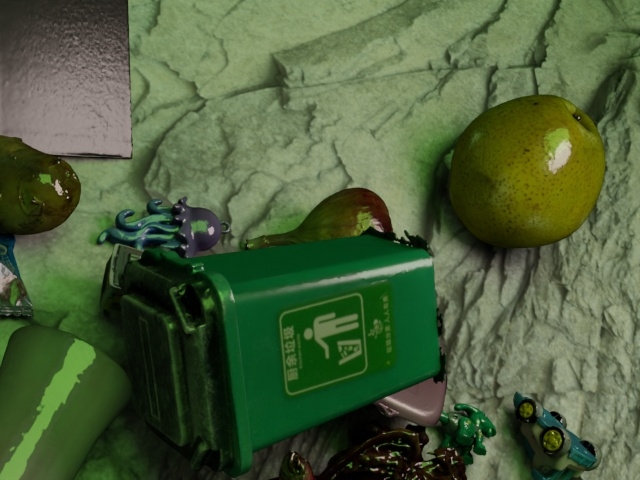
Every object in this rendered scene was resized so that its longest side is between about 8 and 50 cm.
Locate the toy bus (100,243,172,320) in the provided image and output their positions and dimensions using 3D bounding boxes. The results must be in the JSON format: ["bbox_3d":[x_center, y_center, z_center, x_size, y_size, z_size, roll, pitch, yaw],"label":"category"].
[{"bbox_3d":[-0.187,0.089,1.590,0.268,0.106,0.092,18,49,-22],"label":"toy bus"}]

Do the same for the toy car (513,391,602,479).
[{"bbox_3d":[0.356,0.324,1.766,0.126,0.098,0.161,30,9,-45],"label":"toy car"}]

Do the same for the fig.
[{"bbox_3d":[0.012,0.011,1.770,0.230,0.160,0.143,-29,106,-7],"label":"fig"}]

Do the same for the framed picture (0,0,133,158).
[{"bbox_3d":[-0.404,-0.296,1.682,0.255,0.014,0.339,-2,90,-39],"label":"framed picture"}]

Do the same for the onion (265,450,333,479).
[{"bbox_3d":[-0.029,0.362,1.387,0.195,0.218,0.140,7,40,5],"label":"onion"}]

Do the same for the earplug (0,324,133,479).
[{"bbox_3d":[-0.365,0.268,1.314,0.172,0.172,0.301,30,52,-8],"label":"earplug"}]

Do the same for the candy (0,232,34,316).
[{"bbox_3d":[-0.447,0.046,1.513,0.088,0.038,0.136,5,56,-44],"label":"candy"}]

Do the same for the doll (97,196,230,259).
[{"bbox_3d":[-0.235,-0.015,1.672,0.206,0.067,0.110,-3,71,-20],"label":"doll"}]

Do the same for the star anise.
[{"bbox_3d":[0.116,0.327,1.561,0.190,0.126,0.220,33,30,14],"label":"star anise"}]

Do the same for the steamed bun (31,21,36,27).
[{"bbox_3d":[-0.475,-0.349,1.734,0.177,0.131,0.228,29,48,-8],"label":"steamed bun"}]

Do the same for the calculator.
[{"bbox_3d":[0.109,0.172,1.688,0.194,0.043,0.294,28,27,-10],"label":"calculator"}]

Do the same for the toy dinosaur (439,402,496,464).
[{"bbox_3d":[0.220,0.289,1.725,0.132,0.059,0.096,34,36,-16],"label":"toy dinosaur"}]

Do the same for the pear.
[{"bbox_3d":[0.372,-0.124,1.968,0.294,0.294,0.294,16,49,-20],"label":"pear"}]

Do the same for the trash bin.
[{"bbox_3d":[-0.055,0.121,1.443,0.381,0.295,0.259,-11,104,-29],"label":"trash bin"}]

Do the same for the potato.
[{"bbox_3d":[-0.426,-0.077,1.562,0.176,0.137,0.137,27,42,19],"label":"potato"}]
